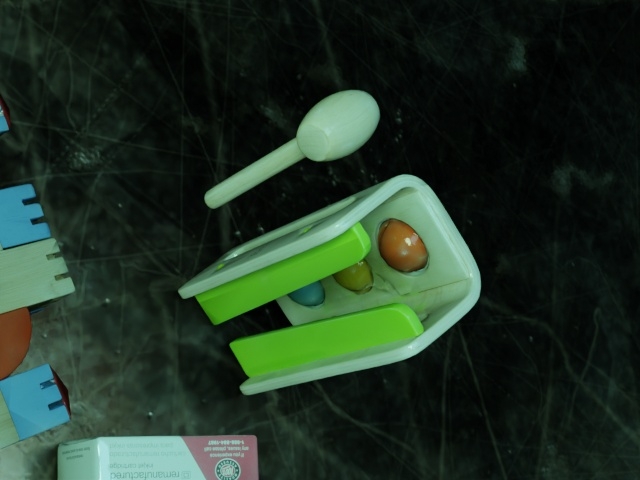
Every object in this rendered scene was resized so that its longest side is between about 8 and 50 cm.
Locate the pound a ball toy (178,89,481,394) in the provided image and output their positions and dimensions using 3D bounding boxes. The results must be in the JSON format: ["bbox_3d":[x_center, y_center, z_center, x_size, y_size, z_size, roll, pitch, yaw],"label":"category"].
[{"bbox_3d":[0.000,0.000,0.984,0.136,0.319,0.208,-36,98,-36],"label":"pound a ball toy"}]

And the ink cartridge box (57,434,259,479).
[{"bbox_3d":[-0.135,0.277,0.952,0.159,0.092,0.217,6,75,-33],"label":"ink cartridge box"}]

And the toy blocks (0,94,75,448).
[{"bbox_3d":[-0.316,0.035,0.863,0.261,0.191,0.381,-18,84,-49],"label":"toy blocks"}]
